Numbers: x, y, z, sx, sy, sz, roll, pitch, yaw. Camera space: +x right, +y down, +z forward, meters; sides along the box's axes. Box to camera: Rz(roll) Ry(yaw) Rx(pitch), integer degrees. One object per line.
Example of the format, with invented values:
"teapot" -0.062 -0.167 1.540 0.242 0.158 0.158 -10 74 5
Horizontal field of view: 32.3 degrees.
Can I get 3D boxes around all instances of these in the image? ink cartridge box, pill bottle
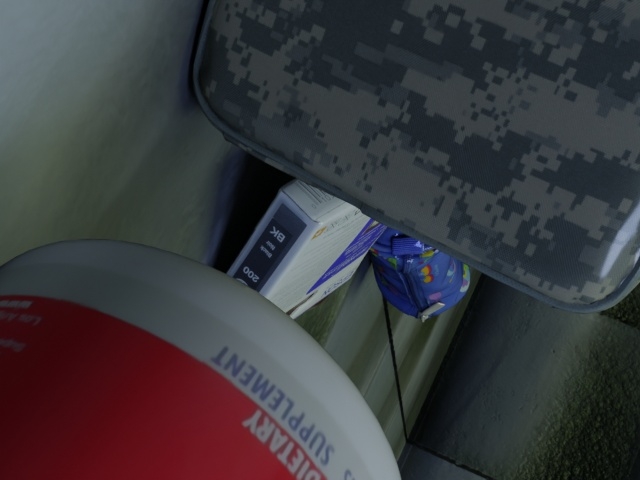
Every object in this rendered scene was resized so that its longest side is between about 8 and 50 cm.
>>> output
"ink cartridge box" 0.000 0.000 0.872 0.206 0.045 0.208 -33 164 -46
"pill bottle" -0.144 0.200 0.371 0.408 0.229 0.229 -54 161 -45

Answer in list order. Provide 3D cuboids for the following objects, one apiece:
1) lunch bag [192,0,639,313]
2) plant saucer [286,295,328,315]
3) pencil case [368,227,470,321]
"lunch bag" 0.107 -0.126 0.682 0.256 0.305 0.213 -28 141 -64
"plant saucer" 0.008 -0.011 1.037 0.198 0.036 0.199 22 90 -77
"pencil case" 0.108 0.004 1.257 0.306 0.119 0.133 63 21 -71
